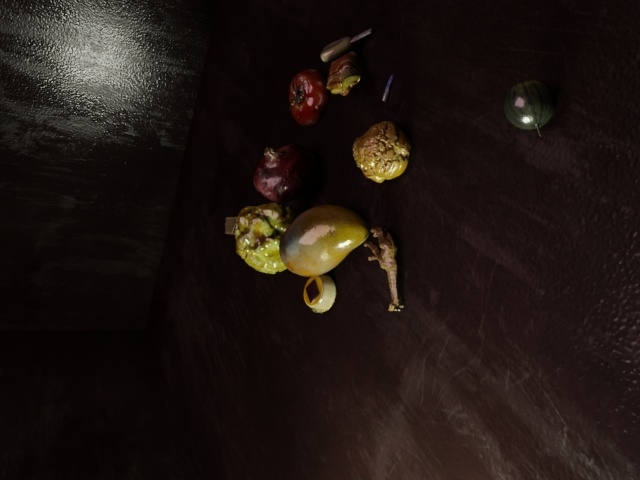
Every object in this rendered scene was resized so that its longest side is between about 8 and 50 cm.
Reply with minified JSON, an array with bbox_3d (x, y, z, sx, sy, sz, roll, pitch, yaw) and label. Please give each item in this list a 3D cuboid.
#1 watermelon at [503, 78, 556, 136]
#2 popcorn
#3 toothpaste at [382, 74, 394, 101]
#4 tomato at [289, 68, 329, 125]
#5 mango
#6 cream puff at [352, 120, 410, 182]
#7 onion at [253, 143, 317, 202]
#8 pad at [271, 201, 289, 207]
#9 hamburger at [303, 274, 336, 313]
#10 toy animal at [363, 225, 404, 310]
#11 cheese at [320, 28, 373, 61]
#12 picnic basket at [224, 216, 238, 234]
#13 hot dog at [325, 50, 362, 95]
[{"bbox_3d":[0.453,-0.281,1.221,0.105,0.105,0.133,-42,56,50],"label":"watermelon"},{"bbox_3d":[-0.192,-0.007,2.174,0.282,0.247,0.281,7,99,52],"label":"popcorn"},{"bbox_3d":[0.210,-0.474,1.769,0.024,0.015,0.083,25,102,60],"label":"toothpaste"},{"bbox_3d":[-0.060,-0.553,2.170,0.228,0.101,0.227,-9,79,57],"label":"tomato"},{"bbox_3d":[0.000,0.000,1.887,0.384,0.199,0.221,-18,59,46],"label":"mango"},{"bbox_3d":[0.173,-0.265,1.685,0.189,0.130,0.188,-20,65,55],"label":"cream puff"},{"bbox_3d":[-0.139,-0.264,2.113,0.252,0.219,0.252,-18,41,16],"label":"onion"},{"bbox_3d":[-0.163,-0.209,2.387,0.181,0.004,0.266,13,96,60],"label":"pad"},{"bbox_3d":[0.000,0.185,1.964,0.141,0.082,0.126,-60,38,16],"label":"hamburger"},{"bbox_3d":[0.194,0.074,1.670,0.149,0.054,0.275,-62,38,39],"label":"toy animal"},{"bbox_3d":[0.091,-0.665,1.917,0.192,0.037,0.097,-18,32,29],"label":"cheese"},{"bbox_3d":[-0.361,-0.064,2.597,0.164,0.115,0.079,3,90,61],"label":"picnic basket"},{"bbox_3d":[0.086,-0.553,1.909,0.123,0.093,0.261,-29,35,36],"label":"hot dog"}]
